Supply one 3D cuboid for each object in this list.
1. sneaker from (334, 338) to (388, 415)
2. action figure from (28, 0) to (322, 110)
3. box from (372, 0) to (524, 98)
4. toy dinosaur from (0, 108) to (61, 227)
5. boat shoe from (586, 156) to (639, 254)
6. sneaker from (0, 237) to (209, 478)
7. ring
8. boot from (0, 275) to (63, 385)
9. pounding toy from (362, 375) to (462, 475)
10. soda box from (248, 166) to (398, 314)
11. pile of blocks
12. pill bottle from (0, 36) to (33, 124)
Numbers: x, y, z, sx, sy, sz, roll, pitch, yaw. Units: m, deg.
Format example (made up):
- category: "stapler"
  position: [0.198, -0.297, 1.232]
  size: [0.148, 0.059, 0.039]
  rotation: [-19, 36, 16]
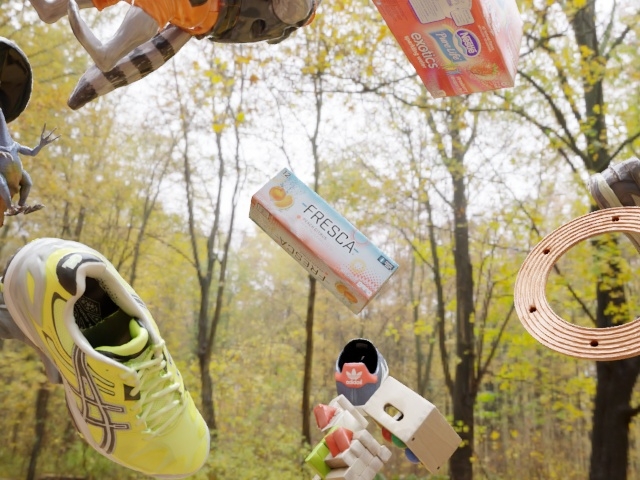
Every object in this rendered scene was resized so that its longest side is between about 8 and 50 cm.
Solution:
- category: "sneaker"
  position: [0.107, 0.305, 1.563]
  size: [0.131, 0.148, 0.350]
  rotation: [-2, 11, 5]
- category: "action figure"
  position: [-0.143, -0.270, 0.678]
  size: [0.330, 0.179, 0.341]
  rotation: [-21, 29, -29]
- category: "box"
  position: [0.204, -0.376, 0.968]
  size: [0.154, 0.142, 0.300]
  rotation: [0, -25, 35]
- category: "toy dinosaur"
  position: [-0.238, -0.058, 0.454]
  size: [0.090, 0.082, 0.047]
  rotation: [-22, 4, 20]
- category: "boat shoe"
  position: [0.696, -0.021, 1.246]
  size: [0.355, 0.132, 0.130]
  rotation: [45, -65, -12]
- category: "sneaker"
  position: [-0.251, 0.171, 0.774]
  size: [0.147, 0.145, 0.385]
  rotation: [1, -52, 46]
- category: "ring"
  position: [0.516, 0.073, 1.102]
  size: [0.336, 0.337, 0.032]
  rotation: [-12, -48, 38]
- category: "boot"
  position: [-0.584, 0.175, 1.172]
  size: [0.161, 0.247, 0.083]
  rotation: [-14, -8, -24]
- category: "pounding toy"
  position: [0.170, 0.362, 1.170]
  size: [0.181, 0.094, 0.206]
  rotation: [24, -23, 53]
- category: "soda box"
  position: [0.000, 0.000, 0.725]
  size: [0.183, 0.063, 0.058]
  rotation: [42, -25, 9]
- category: "pile of blocks"
  position: [0.018, 0.377, 1.148]
  size: [0.113, 0.149, 0.362]
  rotation: [47, -6, 2]
- category: "pill bottle"
  position: [-0.526, -0.240, 0.859]
  size: [0.219, 0.123, 0.123]
  rotation: [17, -15, 21]
